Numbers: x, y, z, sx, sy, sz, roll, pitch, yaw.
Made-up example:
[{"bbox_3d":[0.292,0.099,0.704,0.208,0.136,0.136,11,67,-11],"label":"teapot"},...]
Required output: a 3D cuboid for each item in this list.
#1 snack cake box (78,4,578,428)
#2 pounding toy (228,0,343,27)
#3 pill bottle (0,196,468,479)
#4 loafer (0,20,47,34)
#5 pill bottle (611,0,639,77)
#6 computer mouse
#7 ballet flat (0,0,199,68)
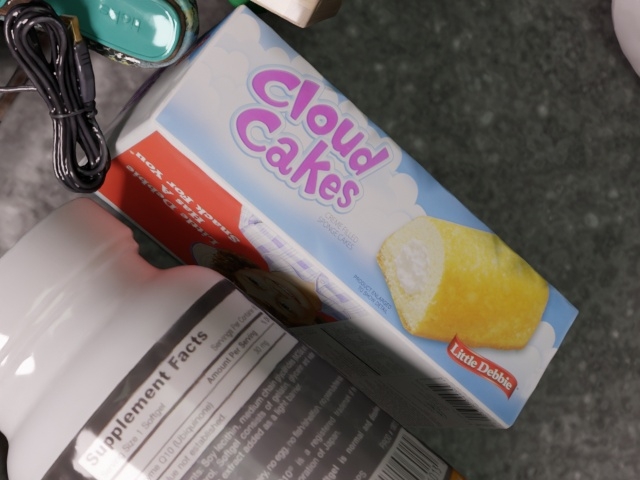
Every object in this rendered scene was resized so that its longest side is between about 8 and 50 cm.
[{"bbox_3d":[0.000,0.000,0.748,0.264,0.152,0.089,41,69,-15],"label":"snack cake box"},{"bbox_3d":[-0.056,-0.204,0.747,0.181,0.206,0.094,29,105,1],"label":"pounding toy"},{"bbox_3d":[-0.061,0.114,0.678,0.278,0.162,0.162,39,69,3],"label":"pill bottle"},{"bbox_3d":[-0.206,-0.163,0.726,0.148,0.056,0.050,23,81,-21],"label":"loafer"},{"bbox_3d":[0.361,-0.228,0.931,0.301,0.169,0.169,-45,102,-22],"label":"pill bottle"},{"bbox_3d":[-0.212,-0.071,0.671,0.193,0.042,0.106,-2,125,6],"label":"computer mouse"},{"bbox_3d":[-0.151,-0.147,0.685,0.188,0.070,0.070,27,73,-2],"label":"ballet flat"}]
